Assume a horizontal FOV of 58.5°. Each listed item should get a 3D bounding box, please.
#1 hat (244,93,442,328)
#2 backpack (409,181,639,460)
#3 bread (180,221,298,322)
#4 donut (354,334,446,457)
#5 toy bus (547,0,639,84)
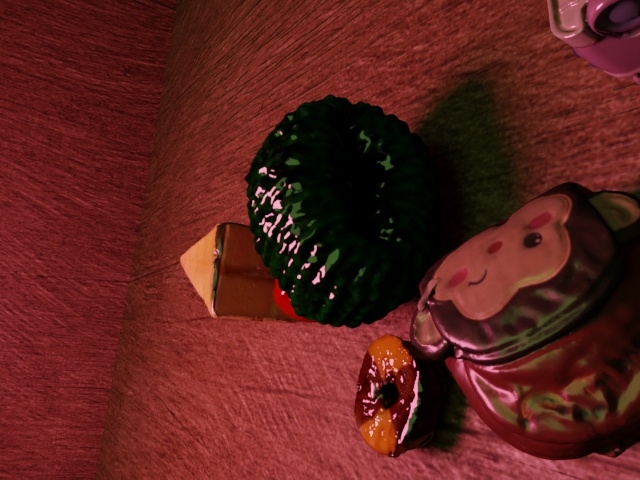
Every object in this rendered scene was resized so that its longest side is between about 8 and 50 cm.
[{"bbox_3d":[0.000,0.000,0.764,0.332,0.242,0.274,124,159,-55],"label":"hat"},{"bbox_3d":[0.197,0.074,0.482,0.229,0.138,0.229,-27,47,33],"label":"backpack"},{"bbox_3d":[-0.158,0.086,1.060,0.264,0.167,0.163,-29,56,57],"label":"bread"},{"bbox_3d":[0.095,0.186,0.684,0.140,0.059,0.141,-28,57,54],"label":"donut"},{"bbox_3d":[0.283,-0.222,0.425,0.202,0.142,0.142,-27,57,53],"label":"toy bus"}]
